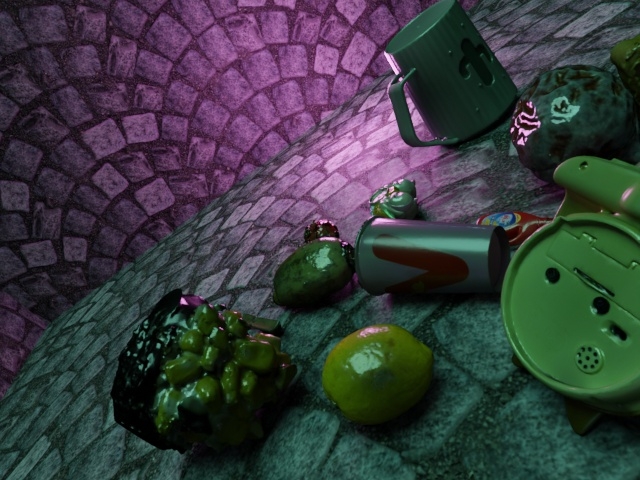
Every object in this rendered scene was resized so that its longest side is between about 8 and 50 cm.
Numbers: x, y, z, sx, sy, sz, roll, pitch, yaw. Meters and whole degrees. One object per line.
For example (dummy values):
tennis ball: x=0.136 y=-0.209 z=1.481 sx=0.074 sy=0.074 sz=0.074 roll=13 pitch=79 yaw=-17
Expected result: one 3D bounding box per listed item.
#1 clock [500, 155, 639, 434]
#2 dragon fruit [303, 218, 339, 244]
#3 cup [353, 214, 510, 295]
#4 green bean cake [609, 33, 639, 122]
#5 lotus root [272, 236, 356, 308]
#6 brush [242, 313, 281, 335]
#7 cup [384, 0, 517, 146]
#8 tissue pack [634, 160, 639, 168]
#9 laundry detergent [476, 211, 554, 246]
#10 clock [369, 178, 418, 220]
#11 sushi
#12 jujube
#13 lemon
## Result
clock: x=0.375 y=0.084 z=0.556 sx=0.286 sy=0.117 sz=0.348 roll=-120 pitch=45 yaw=-57
dragon fruit: x=0.006 y=-0.004 z=1.321 sx=0.121 sy=0.130 sz=0.142 roll=-29 pitch=66 yaw=0
cup: x=0.243 y=0.037 z=0.906 sx=0.289 sy=0.203 sz=0.203 roll=-1 pitch=43 yaw=41
green bean cake: x=0.759 y=-0.362 z=0.858 sx=0.224 sy=0.229 sz=0.131 roll=-27 pitch=26 yaw=28
lotus root: x=-0.031 y=0.103 z=1.168 sx=0.309 sy=0.173 sz=0.173 roll=-32 pitch=26 yaw=27
brush: x=-0.184 y=0.251 z=1.239 sx=0.043 sy=0.036 sz=0.248 roll=-47 pitch=21 yaw=-28
cup: x=0.415 y=-0.522 z=1.372 sx=0.310 sy=0.392 sz=0.400 roll=-17 pitch=37 yaw=45
tissue pack: x=0.639 y=-0.048 z=0.509 sx=0.297 sy=0.207 sz=0.380 roll=-37 pitch=26 yaw=-2
laundry detergent: x=0.428 y=-0.025 z=0.913 sx=0.165 sy=0.049 sz=0.097 roll=-4 pitch=48 yaw=47
clock: x=0.225 y=-0.111 z=1.242 sx=0.144 sy=0.103 sz=0.231 roll=-33 pitch=24 yaw=27
sushi: x=-0.246 y=0.312 z=0.901 sx=0.285 sy=0.327 sz=0.328 roll=10 pitch=50 yaw=43
jujube: x=0.556 y=-0.264 z=0.936 sx=0.246 sy=0.215 sz=0.308 roll=-43 pitch=16 yaw=26
lemon: x=0.103 y=0.240 z=0.756 sx=0.207 sy=0.170 sz=0.170 roll=-29 pitch=26 yaw=-1
